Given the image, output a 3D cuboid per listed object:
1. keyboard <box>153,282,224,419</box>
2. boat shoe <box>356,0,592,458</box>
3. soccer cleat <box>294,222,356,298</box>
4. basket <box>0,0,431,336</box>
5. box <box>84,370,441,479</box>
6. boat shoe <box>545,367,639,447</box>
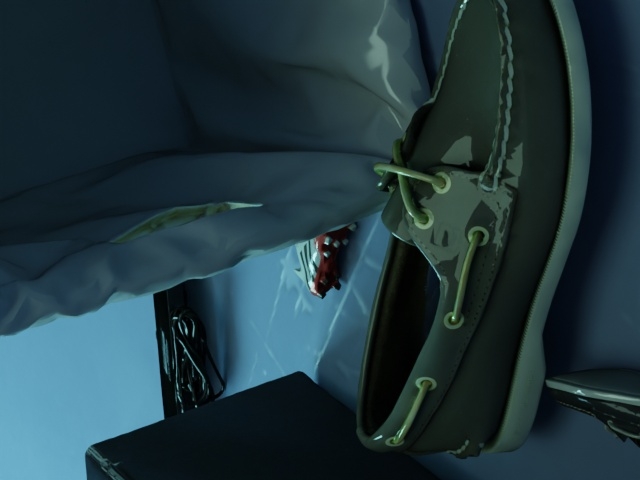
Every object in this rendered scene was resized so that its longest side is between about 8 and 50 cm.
[{"bbox_3d":[-0.095,0.085,1.428,0.100,0.038,0.192,-124,28,-62],"label":"keyboard"},{"bbox_3d":[0.077,-0.008,1.058,0.109,0.091,0.305,-120,29,-53],"label":"boat shoe"},{"bbox_3d":[0.000,0.000,1.243,0.035,0.029,0.083,41,141,30],"label":"soccer cleat"},{"bbox_3d":[-0.156,-0.142,1.125,0.266,0.328,0.331,0,107,56],"label":"basket"},{"bbox_3d":[0.002,0.288,1.240,0.294,0.182,0.296,34,133,46],"label":"box"},{"bbox_3d":[0.172,0.092,1.037,0.125,0.046,0.038,5,106,45],"label":"boat shoe"}]
